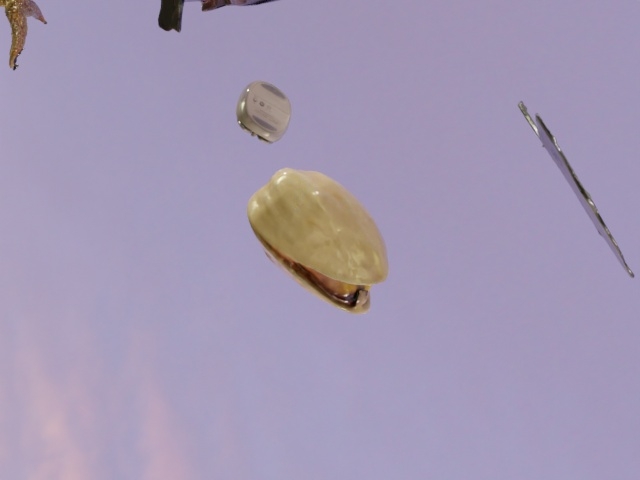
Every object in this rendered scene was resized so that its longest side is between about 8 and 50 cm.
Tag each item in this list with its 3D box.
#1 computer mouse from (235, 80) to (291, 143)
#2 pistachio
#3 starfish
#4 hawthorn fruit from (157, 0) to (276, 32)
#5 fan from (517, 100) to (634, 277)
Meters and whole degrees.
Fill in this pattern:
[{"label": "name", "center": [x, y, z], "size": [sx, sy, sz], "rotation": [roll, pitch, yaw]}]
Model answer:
[{"label": "computer mouse", "center": [-0.068, -0.144, 1.312], "size": [0.039, 0.066, 0.096], "rotation": [-47, -159, 38]}, {"label": "pistachio", "center": [0.000, 0.000, 1.596], "size": [0.229, 0.157, 0.157], "rotation": [45, -49, 18]}, {"label": "starfish", "center": [-0.329, -0.249, 1.230], "size": [0.041, 0.133, 0.130], "rotation": [-18, -98, 29]}, {"label": "hawthorn fruit", "center": [-0.077, -0.334, 0.913], "size": [0.316, 0.316, 0.316], "rotation": [15, -70, 47]}, {"label": "fan", "center": [0.204, -0.060, 0.962], "size": [0.009, 0.132, 0.220], "rotation": [-30, -143, 9]}]
